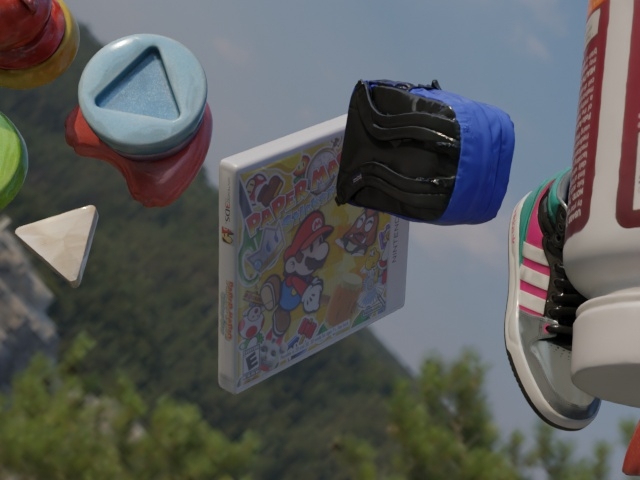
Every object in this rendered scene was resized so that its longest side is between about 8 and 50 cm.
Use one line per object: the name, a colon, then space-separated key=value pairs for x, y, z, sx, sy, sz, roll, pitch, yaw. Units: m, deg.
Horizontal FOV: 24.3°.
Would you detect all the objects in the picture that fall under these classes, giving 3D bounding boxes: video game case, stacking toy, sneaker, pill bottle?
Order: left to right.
stacking toy: x=-0.282 y=-0.132 z=1.512 sx=0.309 sy=0.279 sz=0.130 roll=29 pitch=-19 yaw=11
video game case: x=0.000 y=0.000 z=1.265 sx=0.026 sy=0.227 sz=0.206 roll=23 pitch=-58 yaw=37
sneaker: x=0.284 y=0.039 z=1.578 sx=0.178 sy=0.124 sz=0.295 roll=124 pitch=-30 yaw=-55
pill bottle: x=0.340 y=-0.052 z=1.353 sx=0.224 sy=0.392 sz=0.224 roll=8 pitch=-17 yaw=2

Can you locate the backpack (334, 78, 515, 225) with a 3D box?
backpack: x=0.083 y=-0.062 z=1.039 sx=0.101 sy=0.098 sz=0.120 roll=-3 pitch=12 yaw=-35

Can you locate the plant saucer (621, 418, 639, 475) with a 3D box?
plant saucer: x=0.374 y=0.084 z=1.066 sx=0.259 sy=0.258 sz=0.047 roll=-11 pitch=-72 yaw=55
